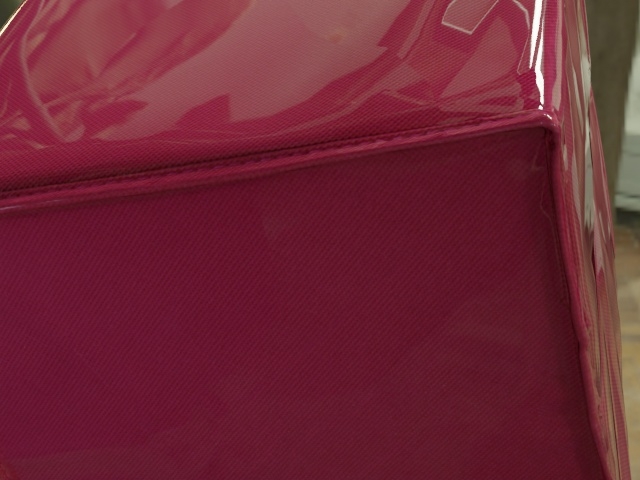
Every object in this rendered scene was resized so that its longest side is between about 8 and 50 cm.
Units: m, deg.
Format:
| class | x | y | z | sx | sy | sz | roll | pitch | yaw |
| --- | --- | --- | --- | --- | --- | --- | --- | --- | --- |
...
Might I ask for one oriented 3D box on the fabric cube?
| class | x | y | z | sx | sy | sz | roll | pitch | yaw |
| --- | --- | --- | --- | --- | --- | --- | --- | --- | --- |
| fabric cube | 0.000 | 0.000 | 0.541 | 0.254 | 0.259 | 0.258 | -6 | 35 | 16 |
